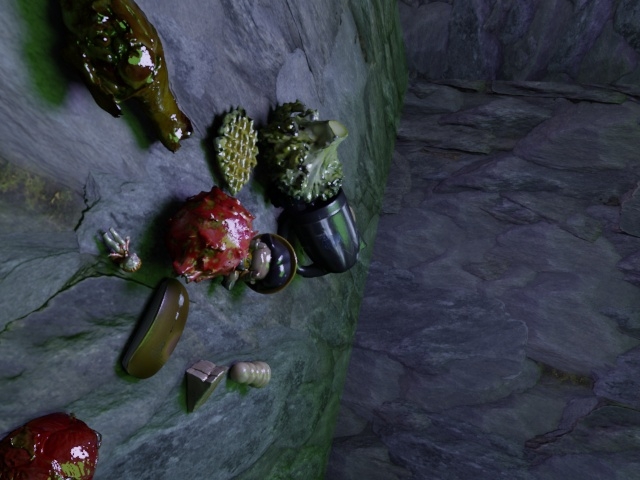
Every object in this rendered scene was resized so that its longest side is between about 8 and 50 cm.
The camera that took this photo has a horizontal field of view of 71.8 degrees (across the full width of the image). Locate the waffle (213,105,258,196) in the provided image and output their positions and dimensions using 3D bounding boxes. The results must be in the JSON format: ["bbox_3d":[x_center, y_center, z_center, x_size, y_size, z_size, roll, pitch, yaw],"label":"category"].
[{"bbox_3d":[-0.239,-0.259,1.255,0.223,0.054,0.204,82,25,-45],"label":"waffle"}]

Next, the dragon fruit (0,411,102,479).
[{"bbox_3d":[-0.478,0.371,0.766,0.161,0.121,0.127,44,52,-62],"label":"dragon fruit"}]

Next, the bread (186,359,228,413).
[{"bbox_3d":[-0.321,0.426,1.258,0.077,0.105,0.152,-31,127,-57],"label":"bread"}]

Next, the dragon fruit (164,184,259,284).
[{"bbox_3d":[-0.274,0.002,1.069,0.205,0.210,0.268,42,45,-20],"label":"dragon fruit"}]

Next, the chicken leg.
[{"bbox_3d":[-0.340,-0.293,0.822,0.361,0.140,0.211,72,25,-47],"label":"chicken leg"}]

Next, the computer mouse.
[{"bbox_3d":[-0.382,0.210,1.063,0.126,0.056,0.245,71,32,-55],"label":"computer mouse"}]

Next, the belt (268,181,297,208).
[{"bbox_3d":[-0.125,-0.169,1.548,0.140,0.105,0.058,-72,161,-53],"label":"belt"}]

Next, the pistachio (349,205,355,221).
[{"bbox_3d":[0.061,-0.087,1.956,0.214,0.193,0.318,57,23,14],"label":"pistachio"}]

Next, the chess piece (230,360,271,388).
[{"bbox_3d":[-0.249,0.455,1.522,0.170,0.094,0.094,42,59,-59],"label":"chess piece"}]

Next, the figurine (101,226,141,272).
[{"bbox_3d":[-0.411,0.020,0.909,0.064,0.047,0.109,-55,140,-38],"label":"figurine"}]

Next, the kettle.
[{"bbox_3d":[0.000,0.000,1.703,0.324,0.321,0.228,65,-3,-25],"label":"kettle"}]

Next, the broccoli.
[{"bbox_3d":[-0.052,-0.302,1.473,0.334,0.324,0.272,-9,136,-50],"label":"broccoli"}]

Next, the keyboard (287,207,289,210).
[{"bbox_3d":[-0.079,-0.188,1.801,0.250,0.017,0.087,-52,148,-53],"label":"keyboard"}]

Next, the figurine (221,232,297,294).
[{"bbox_3d":[-0.199,0.066,1.365,0.257,0.167,0.192,13,100,-49],"label":"figurine"}]
